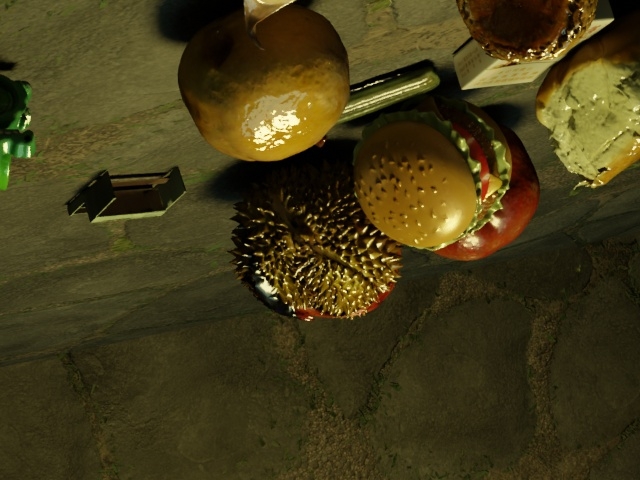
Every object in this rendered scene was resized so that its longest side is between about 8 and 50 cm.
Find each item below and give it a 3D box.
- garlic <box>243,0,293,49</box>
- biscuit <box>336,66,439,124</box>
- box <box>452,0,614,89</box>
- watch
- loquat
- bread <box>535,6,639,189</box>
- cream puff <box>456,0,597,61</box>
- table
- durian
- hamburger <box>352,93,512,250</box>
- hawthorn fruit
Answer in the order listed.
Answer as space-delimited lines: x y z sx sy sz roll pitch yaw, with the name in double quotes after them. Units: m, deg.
-0.008 -0.321 1.284 0.206 0.128 0.115 -19 -148 29 "garlic"
0.045 -0.224 1.966 0.322 0.038 0.099 -19 171 12 "biscuit"
0.330 -0.317 1.837 0.149 0.067 0.233 -13 168 -27 "box"
-0.436 -0.123 1.481 0.131 0.165 0.152 1 144 -22 "watch"
-0.070 -0.209 1.513 0.238 0.193 0.238 -18 146 -13 "loquat"
0.506 -0.256 1.927 0.250 0.225 0.279 -34 175 -31 "bread"
0.287 -0.335 1.548 0.183 0.183 0.169 -25 -171 36 "cream puff"
-0.349 -0.071 2.090 0.146 0.063 0.175 -7 162 -38 "table"
-0.005 0.000 2.268 0.347 0.348 0.384 -17 177 5 "durian"
0.183 -0.112 2.048 0.274 0.274 0.212 -28 -175 45 "hamburger"
0.304 -0.099 2.340 0.295 0.295 0.311 -25 166 36 "hawthorn fruit"
